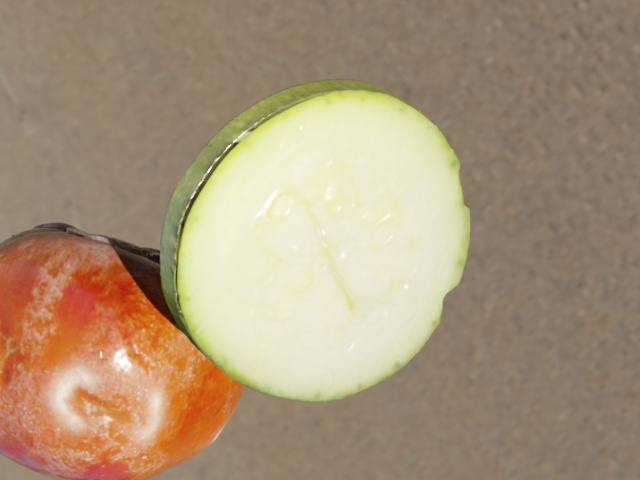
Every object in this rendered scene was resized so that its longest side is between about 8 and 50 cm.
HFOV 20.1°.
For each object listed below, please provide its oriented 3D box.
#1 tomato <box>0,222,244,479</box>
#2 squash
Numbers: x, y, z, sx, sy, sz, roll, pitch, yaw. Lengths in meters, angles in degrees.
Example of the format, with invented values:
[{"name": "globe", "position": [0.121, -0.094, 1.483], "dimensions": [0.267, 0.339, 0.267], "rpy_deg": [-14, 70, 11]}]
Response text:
[{"name": "tomato", "position": [-0.169, 0.090, 1.367], "dimensions": [0.232, 0.232, 0.189], "rpy_deg": [19, 92, 43]}, {"name": "squash", "position": [-0.002, -0.001, 1.184], "dimensions": [0.041, 0.219, 0.219], "rpy_deg": [33, 146, 57]}]
